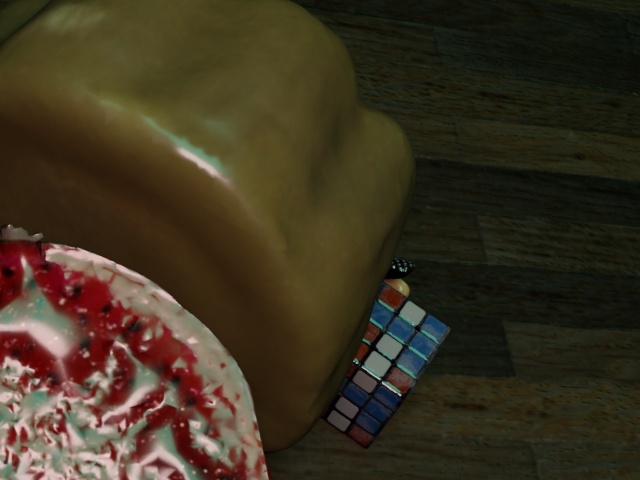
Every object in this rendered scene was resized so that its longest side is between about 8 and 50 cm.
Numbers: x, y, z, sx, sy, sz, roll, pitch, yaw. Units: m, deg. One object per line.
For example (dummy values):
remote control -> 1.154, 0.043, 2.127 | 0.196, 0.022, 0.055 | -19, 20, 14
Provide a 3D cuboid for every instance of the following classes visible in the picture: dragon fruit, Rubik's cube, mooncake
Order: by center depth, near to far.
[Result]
dragon fruit -> -0.226, 0.191, 0.970 | 0.386, 0.249, 0.371 | 10, 67, -11
mooncake -> -0.119, -0.031, 1.095 | 0.378, 0.378, 0.200 | 32, 52, 2
Rubik's cube -> 0.038, 0.099, 1.242 | 0.092, 0.092, 0.092 | 35, 49, 6

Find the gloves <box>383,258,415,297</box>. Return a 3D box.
gloves -> -0.002, 0.002, 1.304 | 0.181, 0.106, 0.129 | 44, 21, -8
